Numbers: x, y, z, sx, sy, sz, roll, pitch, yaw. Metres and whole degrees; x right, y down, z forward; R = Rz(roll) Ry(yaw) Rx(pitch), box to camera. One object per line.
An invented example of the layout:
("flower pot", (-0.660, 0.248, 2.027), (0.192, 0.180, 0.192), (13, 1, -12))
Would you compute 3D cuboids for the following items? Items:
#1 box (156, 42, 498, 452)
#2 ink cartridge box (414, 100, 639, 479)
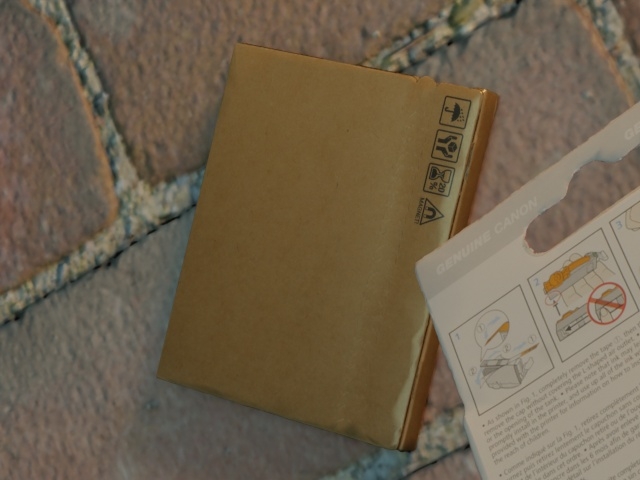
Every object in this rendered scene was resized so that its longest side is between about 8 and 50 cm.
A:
("box", (0.000, 0.000, 1.042), (0.164, 0.021, 0.201), (14, 92, 29))
("ink cartridge box", (0.143, 0.056, 0.700), (0.181, 0.056, 0.224), (-37, 47, 23))
